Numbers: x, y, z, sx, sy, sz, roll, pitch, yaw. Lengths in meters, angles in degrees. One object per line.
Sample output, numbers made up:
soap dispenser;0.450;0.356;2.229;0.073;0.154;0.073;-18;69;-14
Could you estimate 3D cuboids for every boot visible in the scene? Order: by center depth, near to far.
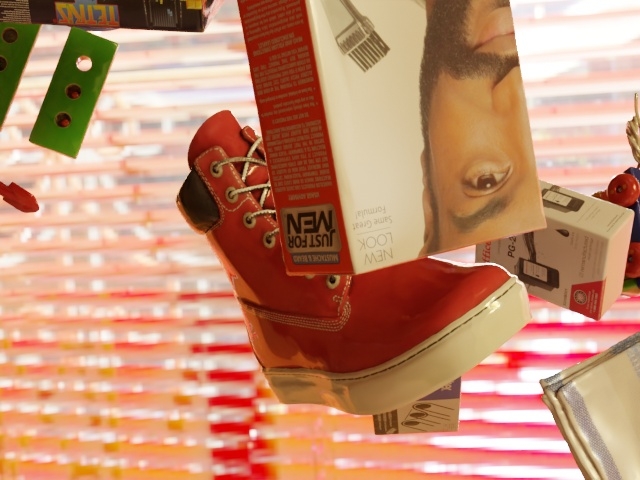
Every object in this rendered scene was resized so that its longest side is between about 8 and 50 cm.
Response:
boot;0.000;0.000;0.683;0.088;0.176;0.244;-32;-172;-28

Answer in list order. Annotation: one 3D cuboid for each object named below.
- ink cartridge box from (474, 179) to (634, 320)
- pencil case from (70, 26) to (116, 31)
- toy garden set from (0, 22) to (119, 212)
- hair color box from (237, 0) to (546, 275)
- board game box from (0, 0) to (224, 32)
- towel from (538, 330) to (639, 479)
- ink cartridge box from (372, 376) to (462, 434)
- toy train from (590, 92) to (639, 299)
ink cartridge box;0.238;0.003;1.290;0.150;0.109;0.063;21;-138;29
pencil case;-0.242;-0.364;1.245;0.133;0.306;0.119;21;-134;27
toy garden set;-0.325;-0.116;1.078;0.244;0.204;0.049;20;175;-5
hair color box;0.023;-0.077;0.465;0.093;0.167;0.053;-13;-173;-31
board game box;-0.150;-0.203;0.912;0.170;0.048;0.141;5;-148;10
towel;0.358;0.155;1.093;0.285;0.209;0.034;-26;180;-4
ink cartridge box;0.099;0.153;1.319;0.097;0.046;0.207;-3;153;3
toy train;0.356;-0.044;1.546;0.105;0.248;0.143;11;157;-43
